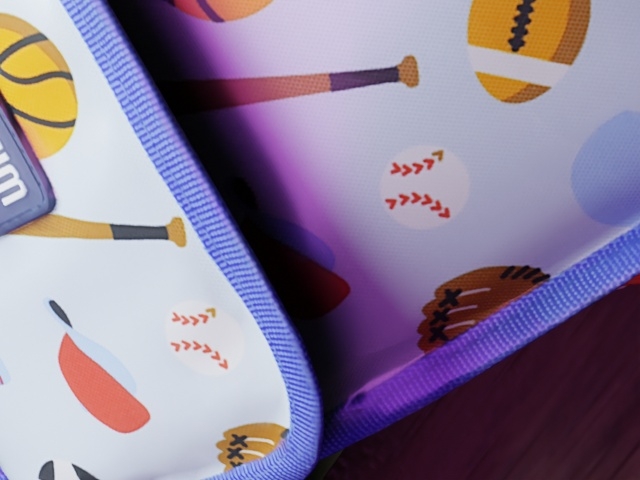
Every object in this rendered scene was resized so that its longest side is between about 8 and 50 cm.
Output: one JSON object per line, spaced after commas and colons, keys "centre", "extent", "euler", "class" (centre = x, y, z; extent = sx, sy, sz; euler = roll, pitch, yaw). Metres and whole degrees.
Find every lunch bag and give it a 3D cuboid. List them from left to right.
{"centre": [-0.027, -0.100, 0.627], "extent": [0.385, 0.239, 0.328], "euler": [-29, 99, 10], "class": "lunch bag"}

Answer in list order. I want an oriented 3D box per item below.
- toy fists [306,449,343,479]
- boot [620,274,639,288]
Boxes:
{"centre": [0.000, 0.000, 0.853], "extent": [0.142, 0.096, 0.279], "euler": [36, 130, 4], "class": "toy fists"}
{"centre": [0.137, -0.048, 0.789], "extent": [0.084, 0.059, 0.158], "euler": [-16, 103, 37], "class": "boot"}
